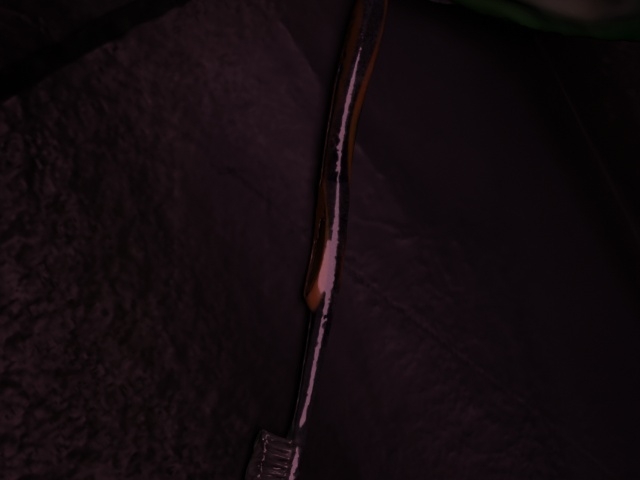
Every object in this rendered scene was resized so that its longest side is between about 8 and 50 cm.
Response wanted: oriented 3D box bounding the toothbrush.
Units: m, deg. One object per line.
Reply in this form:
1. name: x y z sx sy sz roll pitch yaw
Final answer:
1. toothbrush: 0.002 0.001 0.817 0.031 0.023 0.321 17 81 -27

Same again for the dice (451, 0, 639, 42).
1. dice: 0.146 -0.287 0.730 0.297 0.300 0.287 22 74 -22

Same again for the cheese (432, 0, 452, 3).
1. cheese: 0.090 -0.179 0.861 0.120 0.026 0.067 -28 100 -23
